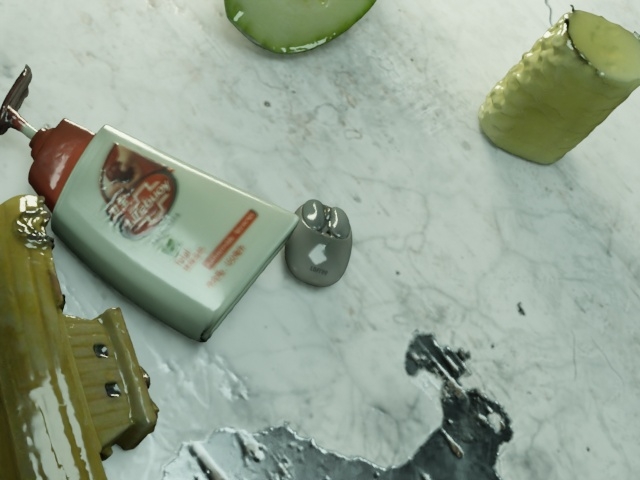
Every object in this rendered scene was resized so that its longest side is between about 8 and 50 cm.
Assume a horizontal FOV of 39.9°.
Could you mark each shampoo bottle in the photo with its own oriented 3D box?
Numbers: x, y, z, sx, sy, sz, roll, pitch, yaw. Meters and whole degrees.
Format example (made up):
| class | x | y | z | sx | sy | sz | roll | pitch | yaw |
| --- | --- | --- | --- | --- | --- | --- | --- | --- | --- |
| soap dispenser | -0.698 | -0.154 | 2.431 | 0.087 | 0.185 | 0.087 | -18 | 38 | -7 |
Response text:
| class | x | y | z | sx | sy | sz | roll | pitch | yaw |
| --- | --- | --- | --- | --- | --- | --- | --- | --- | --- |
| shampoo bottle | -0.174 | -0.044 | 0.781 | 0.284 | 0.071 | 0.153 | 36 | 58 | -1 |

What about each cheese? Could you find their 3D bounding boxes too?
| class | x | y | z | sx | sy | sz | roll | pitch | yaw |
| --- | --- | --- | --- | --- | --- | --- | --- | --- | --- |
| cheese | 0.267 | -0.164 | 0.975 | 0.123 | 0.167 | 0.093 | 12 | 58 | -20 |

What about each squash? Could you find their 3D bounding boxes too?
| class | x | y | z | sx | sy | sz | roll | pitch | yaw |
| --- | --- | --- | --- | --- | --- | --- | --- | --- | --- |
| squash | 0.009 | -0.344 | 0.953 | 0.189 | 0.189 | 0.260 | 22 | 53 | -10 |

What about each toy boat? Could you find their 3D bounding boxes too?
| class | x | y | z | sx | sy | sz | roll | pitch | yaw |
| --- | --- | --- | --- | --- | --- | --- | --- | --- | --- |
| toy boat | -0.197 | 0.108 | 0.682 | 0.121 | 0.089 | 0.321 | -7 | 65 | -32 |

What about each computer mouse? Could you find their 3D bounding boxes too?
| class | x | y | z | sx | sy | sz | roll | pitch | yaw |
| --- | --- | --- | --- | --- | --- | --- | --- | --- | --- |
| computer mouse | 0.001 | -0.001 | 0.851 | 0.066 | 0.039 | 0.096 | 20 | 57 | -12 |
